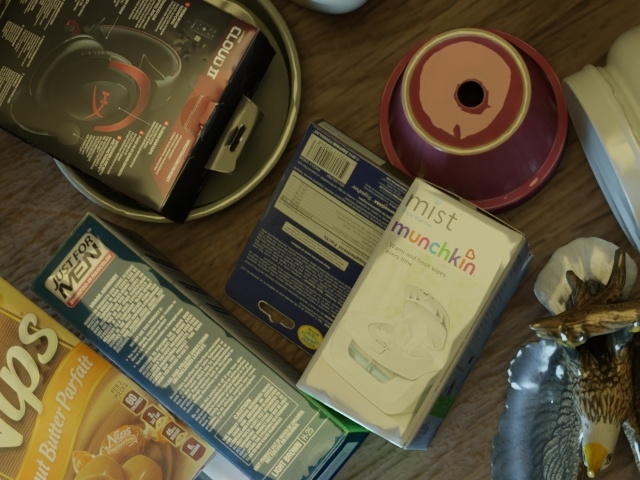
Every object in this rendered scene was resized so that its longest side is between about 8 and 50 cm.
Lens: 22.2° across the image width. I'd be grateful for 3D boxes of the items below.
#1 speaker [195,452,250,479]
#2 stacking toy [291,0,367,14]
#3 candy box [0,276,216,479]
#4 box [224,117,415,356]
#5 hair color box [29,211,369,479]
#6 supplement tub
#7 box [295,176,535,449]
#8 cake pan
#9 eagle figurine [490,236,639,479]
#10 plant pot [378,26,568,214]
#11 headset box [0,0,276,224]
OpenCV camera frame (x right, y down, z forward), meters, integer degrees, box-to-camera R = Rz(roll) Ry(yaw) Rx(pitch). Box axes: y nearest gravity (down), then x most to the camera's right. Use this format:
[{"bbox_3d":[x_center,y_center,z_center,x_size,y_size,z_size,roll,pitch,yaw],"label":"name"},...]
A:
[{"bbox_3d":[-0.081,0.269,1.720,0.136,0.055,0.055,39,89,10],"label":"speaker"},{"bbox_3d":[0.044,-0.503,1.670,0.350,0.350,0.480,41,84,11],"label":"stacking toy"},{"bbox_3d":[-0.285,0.183,1.639,0.316,0.087,0.183,39,79,-5],"label":"candy box"},{"bbox_3d":[0.000,0.000,1.723,0.136,0.036,0.225,34,114,11],"label":"box"},{"bbox_3d":[-0.121,0.125,1.684,0.347,0.174,0.105,40,90,11],"label":"hair color box"},{"bbox_3d":[0.427,-0.137,1.609,0.325,0.235,0.235,-25,80,4],"label":"supplement tub"},{"bbox_3d":[0.103,0.081,1.614,0.127,0.262,0.231,29,88,11],"label":"box"},{"bbox_3d":[-0.162,-0.161,1.788,0.293,0.054,0.293,-1,82,8],"label":"cake pan"},{"bbox_3d":[0.284,0.170,1.620,0.225,0.298,0.226,-39,47,-26],"label":"eagle figurine"},{"bbox_3d":[0.154,-0.135,1.676,0.201,0.180,0.201,-1,82,8],"label":"plant pot"},{"bbox_3d":[-0.202,-0.167,1.710,0.293,0.110,0.218,27,88,11],"label":"headset box"}]
